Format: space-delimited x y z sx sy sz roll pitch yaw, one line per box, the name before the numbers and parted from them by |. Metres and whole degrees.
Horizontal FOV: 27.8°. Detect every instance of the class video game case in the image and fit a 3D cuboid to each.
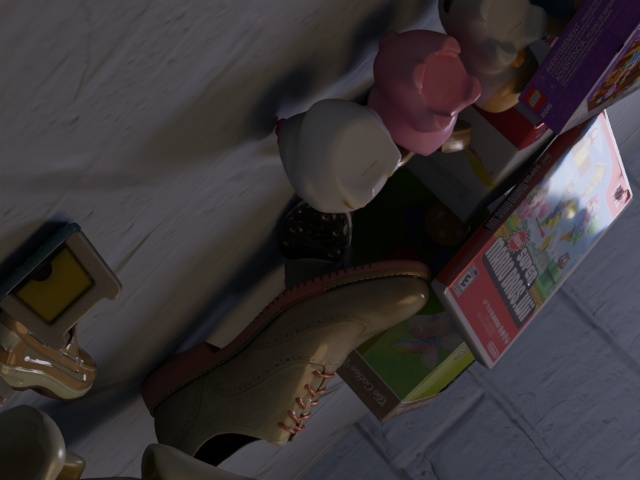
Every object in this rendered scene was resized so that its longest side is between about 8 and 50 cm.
video game case | 0.254 -0.002 1.508 0.285 0.025 0.204 -49 143 -10

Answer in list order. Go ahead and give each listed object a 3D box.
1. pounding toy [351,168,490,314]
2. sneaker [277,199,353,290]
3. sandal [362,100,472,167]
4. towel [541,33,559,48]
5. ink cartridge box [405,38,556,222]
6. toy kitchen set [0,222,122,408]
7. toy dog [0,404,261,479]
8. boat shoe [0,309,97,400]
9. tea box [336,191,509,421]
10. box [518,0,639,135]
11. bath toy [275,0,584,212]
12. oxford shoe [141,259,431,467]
pounding toy | 0.151 0.010 1.551 0.110 0.236 0.183 -81 -176 -86
sneaker | 0.000 0.000 1.475 0.237 0.085 0.086 99 13 -64
sandal | 0.074 -0.125 1.308 0.240 0.088 0.079 -16 118 -48
towel | 0.387 -0.345 1.583 0.237 0.037 0.329 -27 159 -53
ink cartridge box | 0.190 -0.135 1.461 0.128 0.127 0.176 -34 163 -41
toy kitchen set | -0.238 0.052 0.895 0.166 0.122 0.207 -43 -173 -1
toy dog | -0.203 0.362 1.333 0.407 0.285 0.395 14 147 -44
boat shoe | -0.227 0.090 1.093 0.072 0.068 0.190 -55 167 0
tea box | 0.159 0.061 1.802 0.323 0.220 0.329 -45 167 8
box | 0.325 -0.226 1.234 0.293 0.057 0.201 -28 157 -47
bath toy | 0.095 -0.146 1.178 0.348 0.129 0.151 -40 123 -22
oxford shoe | -0.026 0.154 1.481 0.397 0.147 0.140 -33 150 26
